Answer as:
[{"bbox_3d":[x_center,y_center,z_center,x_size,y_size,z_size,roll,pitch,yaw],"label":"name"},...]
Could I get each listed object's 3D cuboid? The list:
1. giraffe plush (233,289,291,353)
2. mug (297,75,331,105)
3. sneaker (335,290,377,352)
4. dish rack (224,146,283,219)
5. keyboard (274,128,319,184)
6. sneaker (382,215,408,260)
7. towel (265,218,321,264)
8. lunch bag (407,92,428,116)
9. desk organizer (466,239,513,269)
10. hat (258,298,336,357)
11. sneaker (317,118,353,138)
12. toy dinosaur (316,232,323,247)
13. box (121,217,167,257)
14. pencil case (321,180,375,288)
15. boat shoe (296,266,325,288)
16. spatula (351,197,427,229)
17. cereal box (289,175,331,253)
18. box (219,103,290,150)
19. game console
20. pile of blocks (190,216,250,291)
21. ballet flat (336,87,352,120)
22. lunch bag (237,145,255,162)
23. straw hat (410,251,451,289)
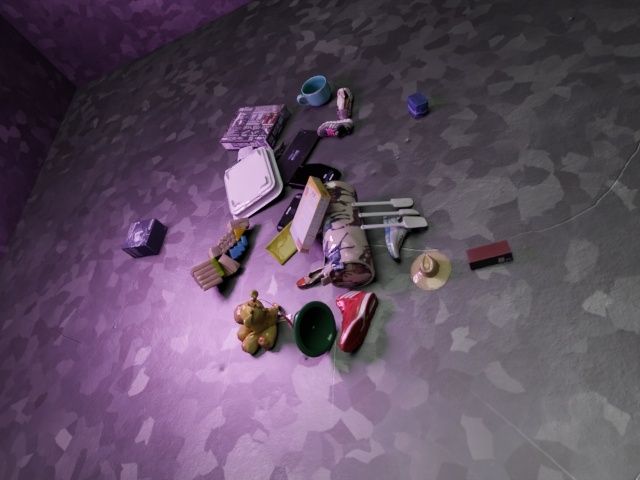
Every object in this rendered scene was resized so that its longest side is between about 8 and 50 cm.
[{"bbox_3d":[-0.230,0.275,1.600,0.210,0.170,0.181,-33,49,4],"label":"giraffe plush"},{"bbox_3d":[-0.026,-0.719,2.227,0.157,0.097,0.130,-5,57,27],"label":"mug"},{"bbox_3d":[0.092,0.262,1.507,0.128,0.087,0.221,6,49,41],"label":"sneaker"},{"bbox_3d":[-0.324,-0.273,2.076,0.285,0.072,0.333,-32,50,15],"label":"dish rack"},{"bbox_3d":[-0.143,-0.391,2.109,0.201,0.033,0.317,16,66,34],"label":"keyboard"},{"bbox_3d":[0.270,-0.017,1.601,0.082,0.071,0.191,-12,53,14],"label":"sneaker"},{"bbox_3d":[-0.105,-0.020,1.807,0.102,0.021,0.237,44,84,11],"label":"towel"},{"bbox_3d":[0.409,-0.563,1.906,0.067,0.065,0.098,-19,49,-4],"label":"lunch bag"},{"bbox_3d":[0.529,0.046,1.430,0.130,0.047,0.050,-16,50,18],"label":"desk organizer"},{"bbox_3d":[-0.072,0.278,1.541,0.173,0.209,0.183,-16,7,-39],"label":"hat"},{"bbox_3d":[0.066,-0.493,2.043,0.170,0.063,0.075,-9,49,17],"label":"sneaker"},{"bbox_3d":[0.000,0.000,1.755,0.082,0.047,0.090,9,73,53],"label":"toy dinosaur"},{"bbox_3d":[-0.844,-0.011,2.185,0.158,0.093,0.156,-8,55,23],"label":"box"},{"bbox_3d":[0.072,-0.029,1.651,0.183,0.160,0.410,-4,53,-6],"label":"pencil case"},{"bbox_3d":[-0.033,0.136,1.674,0.137,0.043,0.049,-24,52,14],"label":"boat shoe"},{"bbox_3d":[0.242,-0.095,1.616,0.241,0.019,0.168,-4,47,-14],"label":"spatula"},{"bbox_3d":[-0.041,-0.094,1.676,0.173,0.047,0.240,-116,42,-55],"label":"cereal box"},{"bbox_3d":[-0.332,-0.570,2.305,0.307,0.076,0.243,6,61,31],"label":"box"},{"bbox_3d":[-0.075,-0.178,1.918,0.213,0.044,0.361,15,66,37],"label":"game console"},{"bbox_3d":[-0.398,0.065,1.900,0.362,0.149,0.112,-57,8,-27],"label":"pile of blocks"},{"bbox_3d":[0.107,-0.656,2.124,0.076,0.079,0.222,-12,53,22],"label":"ballet flat"},{"bbox_3d":[-0.363,-0.417,2.232,0.083,0.053,0.071,-10,56,11],"label":"lunch bag"},{"bbox_3d":[0.354,0.084,1.488,0.144,0.061,0.145,-15,53,20],"label":"straw hat"}]
